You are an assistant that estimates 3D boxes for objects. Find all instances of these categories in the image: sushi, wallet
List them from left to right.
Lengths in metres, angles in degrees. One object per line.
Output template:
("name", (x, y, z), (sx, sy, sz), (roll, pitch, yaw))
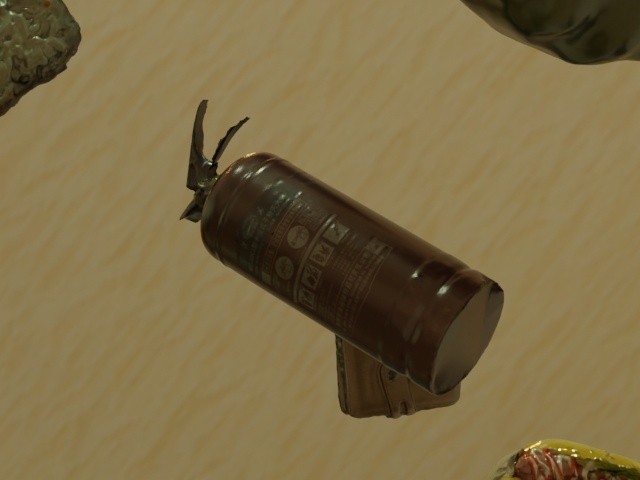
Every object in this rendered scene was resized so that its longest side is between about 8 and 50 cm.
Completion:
("sushi", (-0.390, -0.212, 1.888), (0.124, 0.225, 0.127), (54, -11, -24))
("wallet", (0.091, 0.147, 1.909), (0.152, 0.118, 0.039), (-5, -1, -26))

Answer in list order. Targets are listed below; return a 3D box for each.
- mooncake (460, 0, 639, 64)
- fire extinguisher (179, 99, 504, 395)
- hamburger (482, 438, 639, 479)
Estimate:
("mooncake", (0.248, -0.324, 1.368), (0.356, 0.356, 0.194), (34, 1, -30))
("fire extinguisher", (0.000, 0.000, 1.477), (0.337, 0.135, 0.114), (30, 10, 24))
("hamburger", (0.263, 0.294, 1.712), (0.210, 0.173, 0.116), (20, 15, -12))
